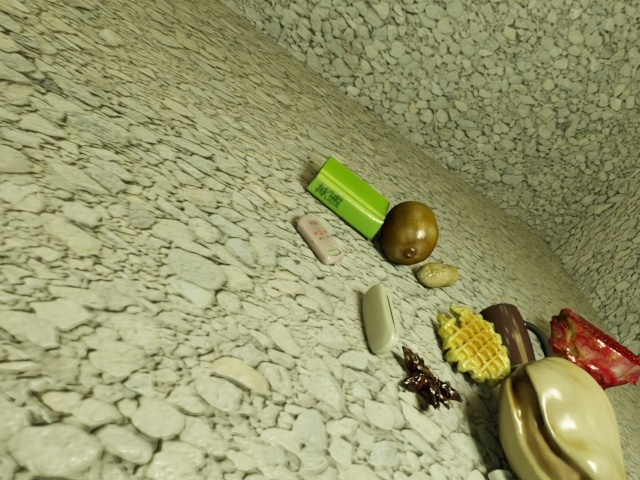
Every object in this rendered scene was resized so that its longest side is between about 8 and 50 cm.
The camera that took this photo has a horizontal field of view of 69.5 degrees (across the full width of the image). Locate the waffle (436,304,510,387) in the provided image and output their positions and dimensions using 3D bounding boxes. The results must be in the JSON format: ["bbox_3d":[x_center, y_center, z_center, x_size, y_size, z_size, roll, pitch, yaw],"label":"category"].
[{"bbox_3d":[0.464,0.308,1.380,0.250,0.056,0.261,21,38,-14],"label":"waffle"}]

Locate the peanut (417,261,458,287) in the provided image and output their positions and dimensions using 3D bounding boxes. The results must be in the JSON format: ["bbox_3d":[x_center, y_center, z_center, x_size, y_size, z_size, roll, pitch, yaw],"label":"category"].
[{"bbox_3d":[0.411,0.122,1.594,0.214,0.099,0.099,14,40,-52],"label":"peanut"}]

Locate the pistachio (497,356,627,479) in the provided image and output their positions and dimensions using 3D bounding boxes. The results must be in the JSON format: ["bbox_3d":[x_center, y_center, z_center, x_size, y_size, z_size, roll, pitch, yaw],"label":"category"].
[{"bbox_3d":[0.577,0.471,1.118,0.365,0.281,0.445,48,21,-17],"label":"pistachio"}]

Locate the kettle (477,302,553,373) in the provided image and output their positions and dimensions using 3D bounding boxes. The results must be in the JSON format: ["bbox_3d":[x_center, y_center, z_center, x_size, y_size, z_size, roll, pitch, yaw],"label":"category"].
[{"bbox_3d":[0.635,0.340,1.508,0.202,0.144,0.232,-3,47,-3],"label":"kettle"}]

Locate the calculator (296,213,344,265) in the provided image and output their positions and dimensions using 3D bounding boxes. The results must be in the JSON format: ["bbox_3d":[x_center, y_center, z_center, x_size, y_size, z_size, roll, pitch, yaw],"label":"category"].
[{"bbox_3d":[0.000,0.000,1.266,0.175,0.032,0.100,53,29,14],"label":"calculator"}]

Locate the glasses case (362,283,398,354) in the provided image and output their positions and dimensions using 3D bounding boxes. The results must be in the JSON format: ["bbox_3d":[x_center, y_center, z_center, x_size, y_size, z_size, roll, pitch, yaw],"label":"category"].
[{"bbox_3d":[0.147,0.193,1.151,0.051,0.081,0.204,32,32,-26],"label":"glasses case"}]

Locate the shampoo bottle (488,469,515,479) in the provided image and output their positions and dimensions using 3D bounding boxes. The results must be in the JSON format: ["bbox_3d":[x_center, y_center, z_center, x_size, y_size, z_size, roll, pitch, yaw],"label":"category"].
[{"bbox_3d":[0.423,0.574,1.037,0.072,0.043,0.099,28,33,-32],"label":"shampoo bottle"}]

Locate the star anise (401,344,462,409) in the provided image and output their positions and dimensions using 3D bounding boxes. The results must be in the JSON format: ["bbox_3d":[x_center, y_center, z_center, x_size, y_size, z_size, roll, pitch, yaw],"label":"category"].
[{"bbox_3d":[0.257,0.348,1.112,0.212,0.053,0.157,49,27,5],"label":"star anise"}]

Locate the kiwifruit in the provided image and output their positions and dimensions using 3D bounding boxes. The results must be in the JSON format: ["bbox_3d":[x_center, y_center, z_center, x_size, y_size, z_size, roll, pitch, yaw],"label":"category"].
[{"bbox_3d":[0.289,-0.021,1.509,0.196,0.196,0.234,37,36,-13],"label":"kiwifruit"}]

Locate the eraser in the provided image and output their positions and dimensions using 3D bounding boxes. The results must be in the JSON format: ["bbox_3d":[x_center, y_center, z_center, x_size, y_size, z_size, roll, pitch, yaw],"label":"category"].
[{"bbox_3d":[0.098,-0.142,1.530,0.274,0.092,0.210,39,29,-7],"label":"eraser"}]

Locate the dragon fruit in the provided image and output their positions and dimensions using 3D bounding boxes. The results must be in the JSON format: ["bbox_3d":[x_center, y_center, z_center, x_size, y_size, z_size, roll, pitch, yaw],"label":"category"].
[{"bbox_3d":[1.077,0.460,1.854,0.386,0.249,0.371,15,24,-49],"label":"dragon fruit"}]
